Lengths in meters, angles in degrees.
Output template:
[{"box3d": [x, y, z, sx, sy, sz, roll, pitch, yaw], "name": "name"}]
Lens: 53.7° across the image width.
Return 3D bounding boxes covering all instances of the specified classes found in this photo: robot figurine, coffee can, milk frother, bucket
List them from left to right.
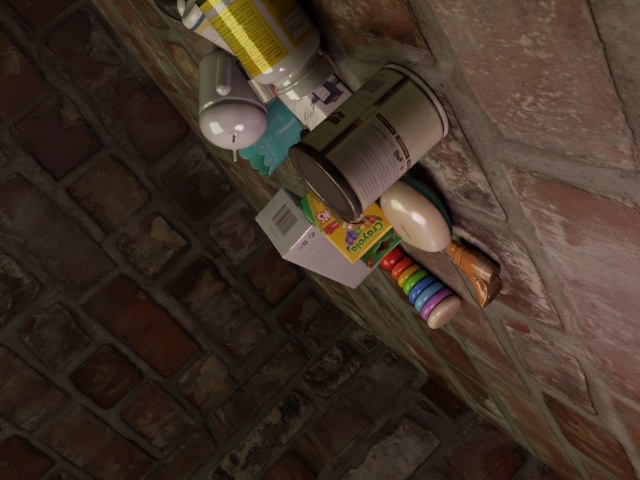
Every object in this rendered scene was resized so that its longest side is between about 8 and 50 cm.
[{"box3d": [-0.257, -0.419, 1.859, 0.300, 0.200, 0.353, 63, -158, -72], "name": "robot figurine"}, {"box3d": [-0.199, -0.373, 2.138, 0.281, 0.183, 0.281, 44, 169, 11], "name": "bucket"}, {"box3d": [-0.138, -0.459, 1.725, 0.134, 0.129, 0.143, 55, 173, -24], "name": "milk frother"}, {"box3d": [0.100, -0.203, 1.321, 0.201, 0.275, 0.201, 46, 170, 11], "name": "coffee can"}]

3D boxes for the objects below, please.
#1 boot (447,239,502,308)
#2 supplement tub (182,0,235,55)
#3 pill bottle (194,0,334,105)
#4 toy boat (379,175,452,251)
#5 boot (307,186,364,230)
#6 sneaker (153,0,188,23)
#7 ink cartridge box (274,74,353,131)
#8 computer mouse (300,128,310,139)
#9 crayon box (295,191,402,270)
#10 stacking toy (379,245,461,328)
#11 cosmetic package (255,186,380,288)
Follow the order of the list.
[{"box3d": [0.416, 0.088, 1.730, 0.152, 0.073, 0.197, 38, 155, 34], "name": "boot"}, {"box3d": [-0.222, -0.545, 1.557, 0.200, 0.144, 0.144, 24, -179, -28], "name": "supplement tub"}, {"box3d": [-0.122, -0.478, 1.424, 0.334, 0.188, 0.188, 52, 169, -21], "name": "pill bottle"}, {"box3d": [0.211, -0.110, 1.670, 0.318, 0.148, 0.267, 29, 166, 36], "name": "toy boat"}, {"box3d": [0.082, -0.193, 1.621, 0.236, 0.089, 0.269, 47, 130, 36], "name": "boot"}, {"box3d": [-0.307, -0.647, 1.703, 0.331, 0.122, 0.146, 26, 152, 9], "name": "sneaker"}, {"box3d": [-0.006, -0.362, 1.636, 0.237, 0.100, 0.172, 46, 170, 6], "name": "ink cartridge box"}, {"box3d": [0.062, -0.257, 1.886, 0.262, 0.060, 0.184, 21, 151, 41], "name": "computer mouse"}, {"box3d": [0.104, -0.072, 2.001, 0.318, 0.202, 0.081, 45, -158, 4], "name": "crayon box"}, {"box3d": [0.321, 0.144, 2.168, 0.330, 0.141, 0.141, 46, 170, 28], "name": "stacking toy"}, {"box3d": [0.000, 0.000, 2.313, 0.453, 0.161, 0.230, 27, -160, -49], "name": "cosmetic package"}]
